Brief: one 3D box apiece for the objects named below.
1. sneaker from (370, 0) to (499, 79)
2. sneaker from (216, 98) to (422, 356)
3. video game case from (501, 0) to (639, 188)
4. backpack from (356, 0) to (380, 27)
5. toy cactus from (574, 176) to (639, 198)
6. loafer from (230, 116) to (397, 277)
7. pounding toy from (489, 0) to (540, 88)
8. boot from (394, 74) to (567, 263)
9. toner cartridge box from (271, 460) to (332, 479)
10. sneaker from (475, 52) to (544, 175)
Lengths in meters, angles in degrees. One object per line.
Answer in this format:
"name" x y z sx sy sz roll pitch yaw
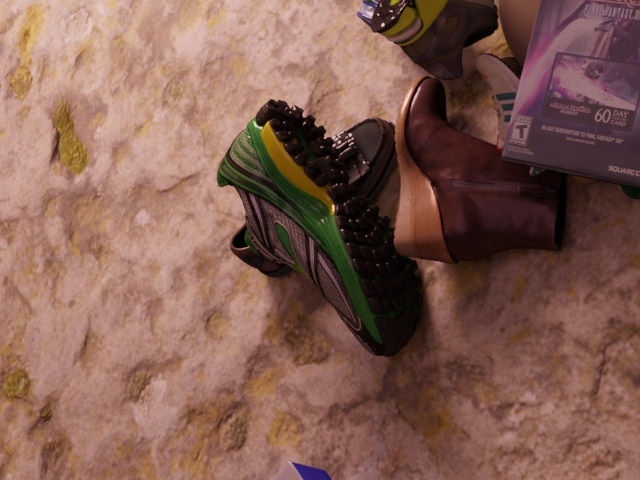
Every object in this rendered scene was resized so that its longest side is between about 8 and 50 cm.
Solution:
"sneaker" 0.168 -0.304 1.755 0.111 0.121 0.300 -15 31 48
"sneaker" 0.000 0.000 1.781 0.146 0.134 0.343 -43 69 30
"video game case" 0.308 -0.200 1.532 0.196 0.026 0.274 15 93 39
"backpack" 0.095 -0.302 1.854 0.084 0.105 0.114 -56 46 9
"toy cactus" 0.353 -0.109 1.587 0.180 0.112 0.219 -30 58 52
"loafer" -0.008 -0.057 1.867 0.267 0.084 0.096 -47 50 18
"pounding toy" 0.304 -0.248 1.679 0.183 0.110 0.237 37 128 33
"boot" 0.195 -0.091 1.729 0.207 0.090 0.248 -5 68 25
"toner cartridge box" 0.017 0.437 1.674 0.165 0.075 0.348 -50 49 13
"sneaker" 0.217 -0.143 1.661 0.075 0.057 0.161 -43 71 8
